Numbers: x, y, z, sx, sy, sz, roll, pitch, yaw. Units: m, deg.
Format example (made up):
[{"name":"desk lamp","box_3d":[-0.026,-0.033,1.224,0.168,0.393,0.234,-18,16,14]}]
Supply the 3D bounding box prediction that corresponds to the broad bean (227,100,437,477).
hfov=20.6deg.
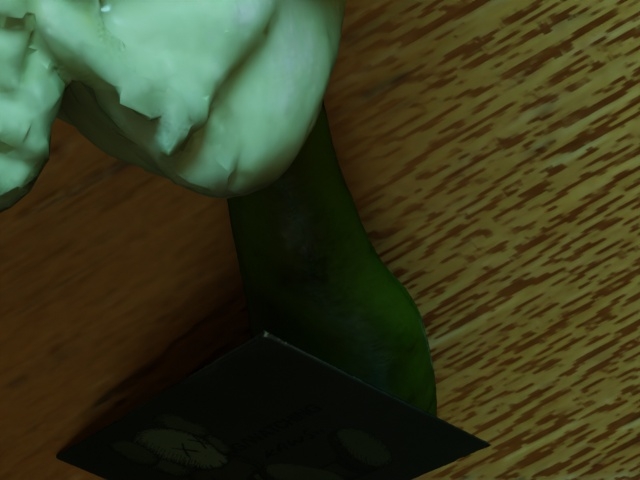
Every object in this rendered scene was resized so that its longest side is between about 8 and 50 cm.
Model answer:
[{"name":"broad bean","box_3d":[0.000,0.006,0.773,0.075,0.067,0.325,-25,133,-14]}]

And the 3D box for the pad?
[{"name":"pad","box_3d":[-0.027,0.100,0.833,0.127,0.004,0.190,27,143,-25]}]

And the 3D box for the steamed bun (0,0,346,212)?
[{"name":"steamed bun","box_3d":[-0.133,-0.161,0.526,0.339,0.247,0.352,2,111,-31]}]
